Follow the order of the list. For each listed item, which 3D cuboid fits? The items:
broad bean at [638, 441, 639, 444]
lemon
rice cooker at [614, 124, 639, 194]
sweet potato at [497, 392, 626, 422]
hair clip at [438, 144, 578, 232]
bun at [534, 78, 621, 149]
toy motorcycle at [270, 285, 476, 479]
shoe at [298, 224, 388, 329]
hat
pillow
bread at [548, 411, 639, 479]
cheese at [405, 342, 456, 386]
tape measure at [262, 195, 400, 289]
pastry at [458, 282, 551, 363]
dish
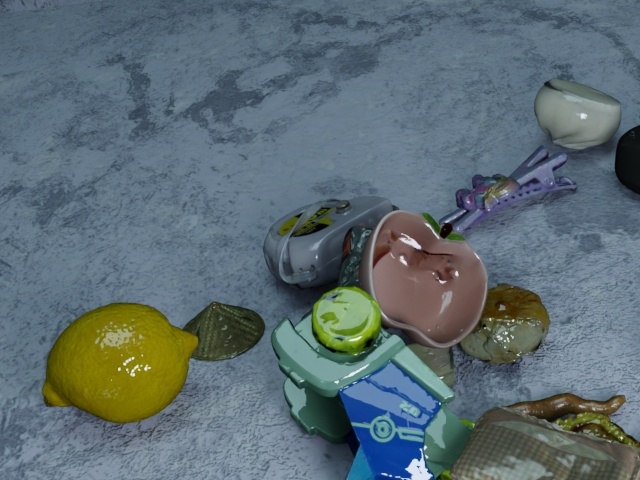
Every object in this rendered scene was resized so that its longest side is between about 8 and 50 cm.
[{"bbox_3d":[0.527,0.288,1.301,0.144,0.049,0.292,-26,32,-33],"label":"broad bean"},{"bbox_3d":[-0.300,0.183,1.580,0.244,0.187,0.187,-18,32,-3],"label":"lemon"},{"bbox_3d":[0.624,-0.141,1.903,0.142,0.118,0.203,-30,33,-30],"label":"rice cooker"},{"bbox_3d":[0.331,0.230,1.463,0.179,0.044,0.044,-4,31,-4],"label":"sweet potato"},{"bbox_3d":[0.340,-0.097,1.942,0.278,0.090,0.137,-20,24,-17],"label":"hair clip"},{"bbox_3d":[0.503,-0.241,2.097,0.173,0.120,0.173,15,20,-5],"label":"bun"},{"bbox_3d":[0.070,0.236,1.418,0.200,0.191,0.326,-35,57,-18],"label":"toy motorcycle"},{"bbox_3d":[0.075,0.051,1.693,0.336,0.132,0.171,-26,57,-28],"label":"shoe"},{"bbox_3d":[-0.168,0.127,1.741,0.146,0.067,0.146,-7,31,4],"label":"hat"},{"bbox_3d":[0.269,0.264,1.254,0.211,0.034,0.135,11,39,29],"label":"pillow"},{"bbox_3d":[0.305,0.315,1.280,0.222,0.096,0.181,-27,34,-22],"label":"bread"},{"bbox_3d":[0.108,0.189,1.591,0.192,0.037,0.097,-4,31,8],"label":"cheese"},{"bbox_3d":[0.000,0.000,1.851,0.236,0.120,0.197,-31,26,-25],"label":"tape measure"},{"bbox_3d":[0.274,0.125,1.610,0.153,0.081,0.153,-12,23,5],"label":"pastry"},{"bbox_3d":[0.136,0.064,1.555,0.213,0.213,0.090,-36,1,-36],"label":"dish"}]
